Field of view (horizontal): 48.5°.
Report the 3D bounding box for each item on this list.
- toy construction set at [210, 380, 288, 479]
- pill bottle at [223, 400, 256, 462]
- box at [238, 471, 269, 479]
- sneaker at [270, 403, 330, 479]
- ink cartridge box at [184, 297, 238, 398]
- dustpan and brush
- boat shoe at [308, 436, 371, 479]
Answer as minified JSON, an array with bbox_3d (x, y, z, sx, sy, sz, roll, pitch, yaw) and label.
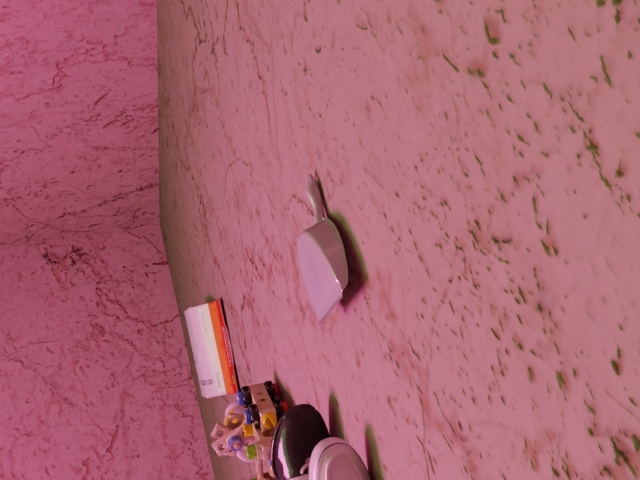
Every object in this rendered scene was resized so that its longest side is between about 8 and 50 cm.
[{"bbox_3d":[-0.126,0.437,1.547,0.327,0.151,0.215,16,116,59],"label":"toy construction set"},{"bbox_3d":[-0.191,0.482,1.823,0.184,0.103,0.103,-148,50,-68],"label":"pill bottle"},{"bbox_3d":[-0.137,0.704,1.736,0.149,0.126,0.232,105,149,-55],"label":"box"},{"bbox_3d":[0.008,0.438,1.179,0.146,0.122,0.331,3,102,54],"label":"sneaker"},{"bbox_3d":[-0.360,0.359,2.324,0.385,0.091,0.308,146,112,-73],"label":"ink cartridge box"},{"bbox_3d":[0.000,0.000,1.034,0.211,0.060,0.147,67,159,17],"label":"dustpan and brush"},{"bbox_3d":[0.058,0.413,1.029,0.084,0.095,0.258,-7,104,69],"label":"boat shoe"}]
